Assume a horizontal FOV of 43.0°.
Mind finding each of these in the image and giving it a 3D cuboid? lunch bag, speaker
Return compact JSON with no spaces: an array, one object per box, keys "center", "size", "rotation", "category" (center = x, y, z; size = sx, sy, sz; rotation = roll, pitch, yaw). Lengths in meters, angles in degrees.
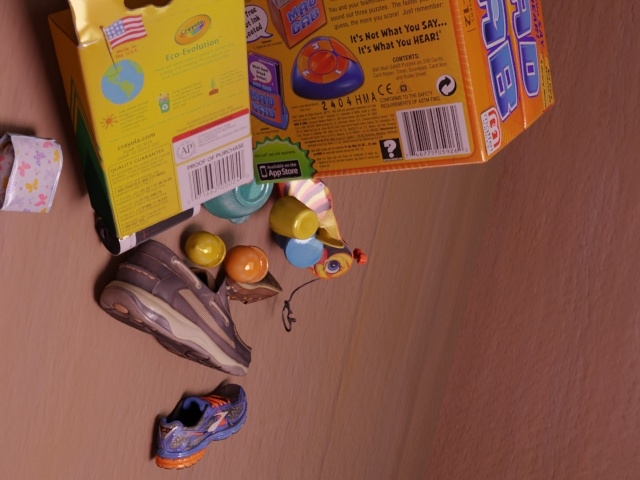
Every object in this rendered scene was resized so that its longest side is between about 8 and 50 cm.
[{"center":[-0.328,-0.077,0.897],"size":[0.071,0.053,0.083],"rotation":[-2,115,-62],"category":"lunch bag"},{"center":[-0.230,-0.032,1.088],"size":[0.136,0.055,0.055],"rotation":[-31,132,-37],"category":"speaker"}]

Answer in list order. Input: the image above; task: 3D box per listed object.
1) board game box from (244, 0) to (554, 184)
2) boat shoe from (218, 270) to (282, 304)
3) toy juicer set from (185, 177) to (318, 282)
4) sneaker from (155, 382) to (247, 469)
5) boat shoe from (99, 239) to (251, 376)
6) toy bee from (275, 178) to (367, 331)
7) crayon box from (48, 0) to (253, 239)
[{"center":[0.100,-0.313,1.183],"size":[0.356,0.356,0.356],"rotation":[-36,118,-53],"category":"board game box"},{"center":[-0.123,0.077,1.411],"size":[0.060,0.064,0.178],"rotation":[-43,162,11],"category":"boat shoe"},{"center":[-0.152,-0.070,1.248],"size":[0.209,0.089,0.329],"rotation":[-47,131,-14],"category":"toy juicer set"},{"center":[-0.193,0.293,1.360],"size":[0.221,0.083,0.087],"rotation":[-36,127,-58],"category":"sneaker"},{"center":[-0.181,0.107,1.213],"size":[0.130,0.132,0.355],"rotation":[-67,155,-16],"category":"boat shoe"},{"center":[0.000,0.000,1.490],"size":[0.195,0.162,0.298],"rotation":[-112,-160,-46],"category":"toy bee"},{"center":[-0.182,-0.175,0.931],"size":[0.202,0.081,0.318],"rotation":[-26,140,-27],"category":"crayon box"}]
